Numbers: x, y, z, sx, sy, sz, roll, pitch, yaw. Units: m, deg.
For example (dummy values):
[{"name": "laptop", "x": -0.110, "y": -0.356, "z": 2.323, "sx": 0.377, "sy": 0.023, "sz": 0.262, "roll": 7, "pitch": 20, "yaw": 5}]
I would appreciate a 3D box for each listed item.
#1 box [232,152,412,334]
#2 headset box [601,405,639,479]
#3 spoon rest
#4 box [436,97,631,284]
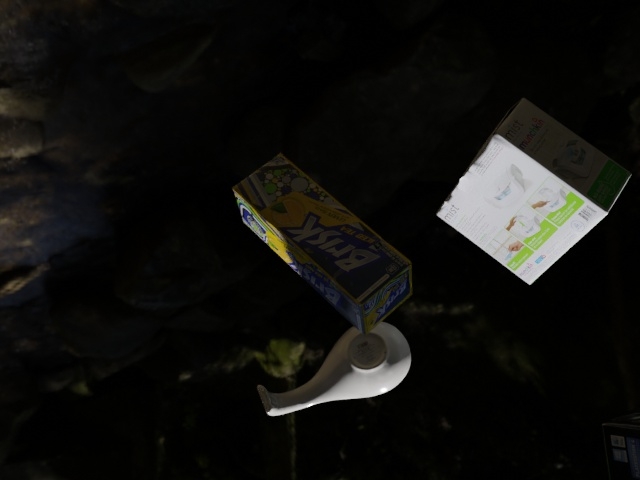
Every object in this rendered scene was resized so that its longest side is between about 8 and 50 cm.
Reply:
[{"name": "box", "x": 0.000, "y": 0.000, "z": 0.592, "sx": 0.059, "sy": 0.169, "sz": 0.054, "roll": -38, "pitch": 149, "yaw": -17}, {"name": "headset box", "x": 0.477, "y": 0.297, "z": 0.794, "sx": 0.283, "sy": 0.246, "sz": 0.131, "roll": -9, "pitch": 180, "yaw": -35}, {"name": "spoon rest", "x": 0.028, "y": 0.235, "z": 1.230, "sx": 0.276, "sy": 0.137, "sz": 0.084, "roll": -23, "pitch": 150, "yaw": -5}, {"name": "box", "x": 0.373, "y": -0.081, "z": 1.258, "sx": 0.127, "sy": 0.231, "sz": 0.262, "roll": -46, "pitch": 169, "yaw": -32}]
